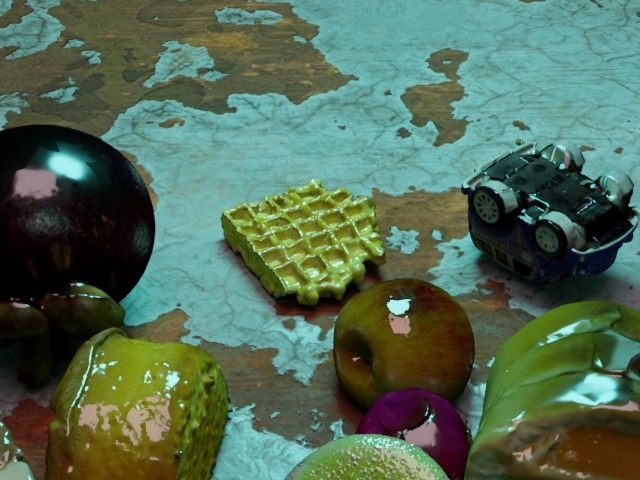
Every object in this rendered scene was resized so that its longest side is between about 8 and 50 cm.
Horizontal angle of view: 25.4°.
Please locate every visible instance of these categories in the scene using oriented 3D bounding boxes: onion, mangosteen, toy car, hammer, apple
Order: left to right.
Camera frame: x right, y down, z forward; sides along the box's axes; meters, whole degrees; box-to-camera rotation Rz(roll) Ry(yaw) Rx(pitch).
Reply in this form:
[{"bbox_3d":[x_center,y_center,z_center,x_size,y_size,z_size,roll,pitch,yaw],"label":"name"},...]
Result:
[{"bbox_3d":[-0.370,0.018,1.889,0.307,0.307,0.347,-1,68,-1],"label":"mangosteen"},{"bbox_3d":[0.087,0.251,1.692,0.198,0.135,0.173,-11,35,-7],"label":"onion"},{"bbox_3d":[0.112,0.131,1.843,0.173,0.160,0.195,-4,40,-40],"label":"apple"},{"bbox_3d":[0.356,-0.134,2.257,0.029,0.014,0.123,-20,41,-34],"label":"hammer"},{"bbox_3d":[0.324,-0.024,2.006,0.172,0.158,0.235,-32,50,-31],"label":"toy car"}]

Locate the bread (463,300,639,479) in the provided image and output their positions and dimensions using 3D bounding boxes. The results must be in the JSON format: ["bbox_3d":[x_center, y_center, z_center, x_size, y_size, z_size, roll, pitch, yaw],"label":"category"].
[{"bbox_3d":[0.340,0.200,1.663,0.301,0.210,0.341,15,27,11],"label":"bread"}]

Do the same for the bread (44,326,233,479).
[{"bbox_3d":[-0.221,0.225,1.695,0.194,0.179,0.340,6,40,8],"label":"bread"}]

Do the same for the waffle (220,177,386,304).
[{"bbox_3d":[0.000,-0.001,2.064,0.219,0.057,0.229,-21,44,-23],"label":"waffle"}]

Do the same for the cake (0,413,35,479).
[{"bbox_3d":[-0.404,0.355,1.487,0.282,0.255,0.290,-25,41,-24],"label":"cake"}]

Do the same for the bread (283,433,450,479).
[{"bbox_3d":[0.048,0.327,1.589,0.228,0.033,0.228,-4,72,11],"label":"bread"}]
